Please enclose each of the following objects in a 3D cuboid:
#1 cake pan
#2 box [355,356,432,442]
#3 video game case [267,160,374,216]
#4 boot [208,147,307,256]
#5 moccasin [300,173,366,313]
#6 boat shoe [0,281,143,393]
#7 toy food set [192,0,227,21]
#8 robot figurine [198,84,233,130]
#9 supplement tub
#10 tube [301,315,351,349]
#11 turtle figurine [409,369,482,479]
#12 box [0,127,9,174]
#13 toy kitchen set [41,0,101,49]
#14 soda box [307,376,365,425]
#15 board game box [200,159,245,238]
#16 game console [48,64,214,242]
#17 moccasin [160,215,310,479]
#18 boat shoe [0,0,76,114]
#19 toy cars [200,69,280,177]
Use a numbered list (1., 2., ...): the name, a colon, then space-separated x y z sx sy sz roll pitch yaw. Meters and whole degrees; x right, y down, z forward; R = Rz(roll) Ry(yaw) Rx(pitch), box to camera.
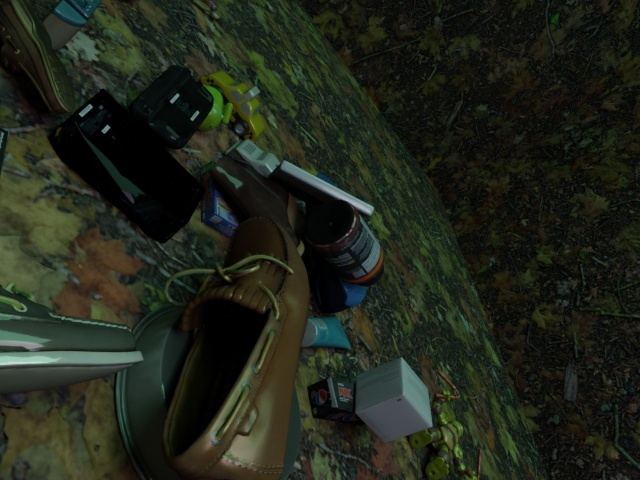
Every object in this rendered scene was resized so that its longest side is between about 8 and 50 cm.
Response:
1. cake pan: -0.124 0.205 0.625 0.293 0.054 0.293 45 26 -30
2. box: 0.130 0.286 0.855 0.101 0.102 0.087 52 23 -23
3. video game case: -0.007 -0.092 0.942 0.191 0.022 0.173 26 -8 -13
4. boot: -0.122 -0.047 0.843 0.207 0.090 0.248 43 26 -16
5. moccasin: 0.000 0.000 1.078 0.138 0.117 0.341 24 45 -37
6. boat shoe: -0.281 0.075 0.383 0.305 0.109 0.091 16 52 -54
7. toy food set: -0.320 -0.659 1.348 0.122 0.019 0.077 14 49 -50
8. robot figurine: -0.233 -0.268 0.970 0.101 0.067 0.115 16 43 -22
9. supplement tub: 0.055 0.015 0.905 0.198 0.106 0.106 50 22 -49
10. tube: 0.012 0.183 0.956 0.207 0.052 0.080 23 46 -63
11. turtle figurine: 0.287 0.458 1.137 0.217 0.087 0.269 4 66 -55
12. box: -0.391 -0.071 0.421 0.184 0.045 0.190 35 31 -50
13. toy kitchen set: -0.406 -0.415 0.714 0.166 0.122 0.207 42 28 -37
14. soda box: 0.050 0.298 0.878 0.169 0.053 0.060 32 35 -48
15. board game box: -0.145 -0.049 0.925 0.201 0.035 0.136 37 31 -44
16. game console: -0.256 -0.176 0.785 0.213 0.044 0.361 48 33 -27
17. moccasin: -0.104 0.097 0.575 0.147 0.139 0.379 54 30 -35
18. boat shoe: -0.381 -0.237 0.633 0.177 0.060 0.064 61 -6 10
19. toy cars: -0.149 -0.237 1.083 0.176 0.087 0.393 17 47 -59
